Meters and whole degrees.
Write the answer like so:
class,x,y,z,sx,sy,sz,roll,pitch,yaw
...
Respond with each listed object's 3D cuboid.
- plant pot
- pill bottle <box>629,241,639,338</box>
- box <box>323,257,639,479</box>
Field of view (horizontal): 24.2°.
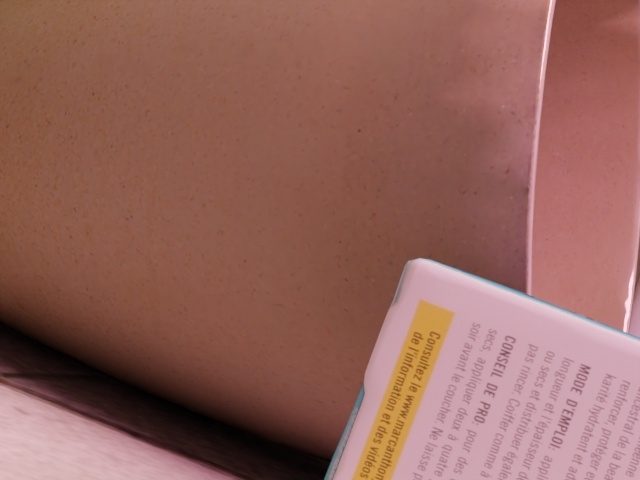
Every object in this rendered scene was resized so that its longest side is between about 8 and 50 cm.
class,x,y,z,sx,sy,sz,roll,pitch,yaw
plant pot,-0.022,-0.030,0.605,0.274,0.256,0.256,4,-3,19
pill bottle,0.389,0.092,1.205,0.363,0.210,0.210,20,3,-8
box,0.121,0.092,0.378,0.244,0.100,0.060,21,2,9
